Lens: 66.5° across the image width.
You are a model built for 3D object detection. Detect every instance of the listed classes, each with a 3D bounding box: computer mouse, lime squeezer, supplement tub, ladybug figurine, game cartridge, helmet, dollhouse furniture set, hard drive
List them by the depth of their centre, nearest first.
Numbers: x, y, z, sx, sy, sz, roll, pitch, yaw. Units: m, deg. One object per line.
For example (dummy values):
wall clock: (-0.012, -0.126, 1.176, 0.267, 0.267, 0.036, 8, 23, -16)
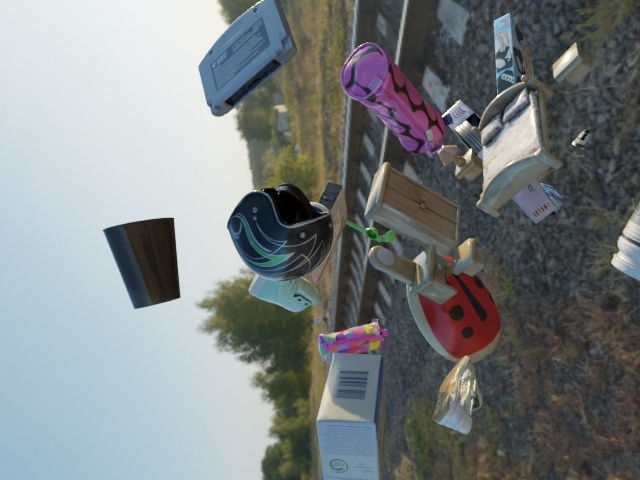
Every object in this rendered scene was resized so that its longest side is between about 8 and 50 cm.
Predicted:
dollhouse furniture set: (0.233, -0.124, 0.766, 0.356, 0.173, 0.304, -51, 17, 47)
helmet: (-0.063, -0.010, 0.844, 0.161, 0.169, 0.169, 45, 168, 8)
supplement tub: (0.915, -0.025, 1.278, 0.191, 0.190, 0.273, -107, 32, -66)
game cartridge: (-0.199, -0.483, 1.278, 0.062, 0.297, 0.198, 20, -132, -50)
computer mouse: (-0.055, -0.089, 1.406, 0.106, 0.192, 0.042, 22, -107, -69)
ladybug figurine: (0.469, 0.227, 1.667, 0.449, 0.305, 0.161, 50, 150, -14)
hard drive: (0.000, 0.000, 1.667, 0.237, 0.064, 0.339, 77, -146, -62)
lime squeezer: (0.226, -0.047, 1.888, 0.059, 0.309, 0.110, 118, 152, -73)

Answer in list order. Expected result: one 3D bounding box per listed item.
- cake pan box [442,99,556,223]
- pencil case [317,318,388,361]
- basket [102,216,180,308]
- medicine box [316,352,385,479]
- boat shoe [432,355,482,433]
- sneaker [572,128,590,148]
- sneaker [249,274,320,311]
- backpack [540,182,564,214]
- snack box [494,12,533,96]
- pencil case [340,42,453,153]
cake pan box: (0.421, -0.189, 1.156, 0.266, 0.070, 0.246, 32, -158, -42)
pencil case: (0.108, 0.345, 1.676, 0.104, 0.236, 0.105, 169, 90, -70)
basket: (-0.473, 0.064, 1.350, 0.204, 0.154, 0.227, -14, -90, -51)
medicine box: (0.095, 0.501, 1.322, 0.264, 0.148, 0.290, -68, -26, -63)
boat shoe: (0.355, 0.388, 1.220, 0.277, 0.096, 0.098, -34, -25, -60)
sneaker: (0.891, -0.347, 1.665, 0.109, 0.040, 0.044, -44, -21, -44)
sneaker: (-0.048, 0.068, 1.080, 0.256, 0.151, 0.094, -53, 15, 48)
backpack: (0.793, -0.153, 1.728, 0.105, 0.114, 0.084, 36, 106, 44)
snack box: (0.625, -0.540, 1.564, 0.187, 0.060, 0.322, 29, -122, -42)
pencil case: (0.122, -0.213, 0.767, 0.209, 0.095, 0.098, 24, -139, -47)
